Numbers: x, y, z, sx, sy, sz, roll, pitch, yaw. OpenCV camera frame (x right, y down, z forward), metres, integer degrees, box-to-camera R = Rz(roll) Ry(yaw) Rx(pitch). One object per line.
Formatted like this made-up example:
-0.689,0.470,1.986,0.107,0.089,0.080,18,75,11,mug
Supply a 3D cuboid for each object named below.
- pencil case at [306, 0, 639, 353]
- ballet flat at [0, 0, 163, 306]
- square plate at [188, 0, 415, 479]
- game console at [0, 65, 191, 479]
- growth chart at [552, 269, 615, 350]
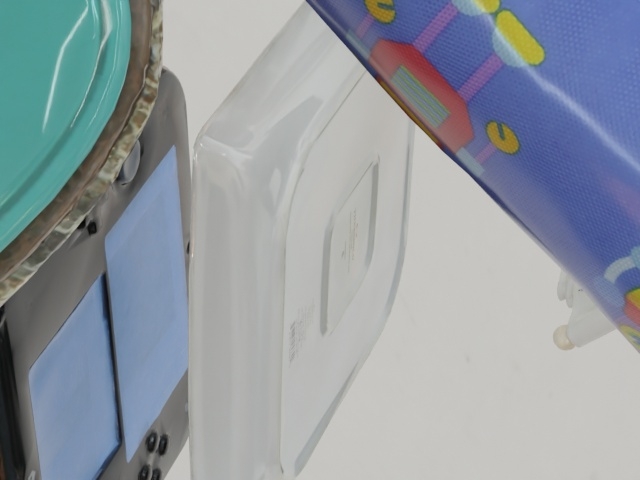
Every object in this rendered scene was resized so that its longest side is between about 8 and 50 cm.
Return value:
0.072,-0.084,0.543,0.133,0.119,0.306,-44,87,-6,pencil case
-0.266,0.041,0.469,0.483,0.182,0.164,-33,94,-13,ballet flat
0.000,0.000,1.238,0.049,0.347,0.344,13,36,15,square plate
-0.174,0.087,1.470,0.060,0.387,0.342,7,35,12,game console
0.175,-0.052,1.136,0.021,0.172,0.237,9,59,-20,growth chart
